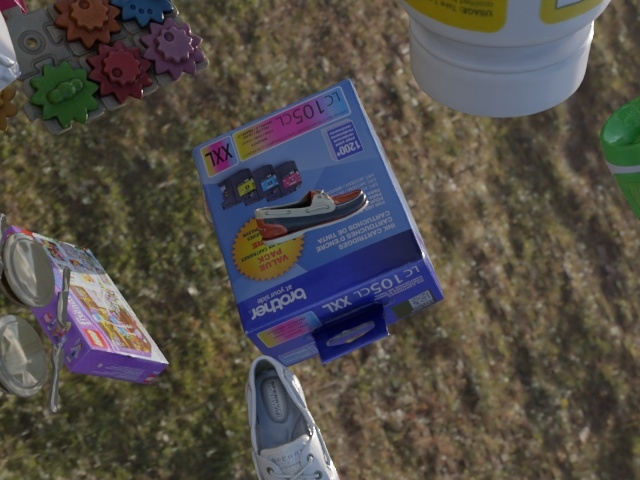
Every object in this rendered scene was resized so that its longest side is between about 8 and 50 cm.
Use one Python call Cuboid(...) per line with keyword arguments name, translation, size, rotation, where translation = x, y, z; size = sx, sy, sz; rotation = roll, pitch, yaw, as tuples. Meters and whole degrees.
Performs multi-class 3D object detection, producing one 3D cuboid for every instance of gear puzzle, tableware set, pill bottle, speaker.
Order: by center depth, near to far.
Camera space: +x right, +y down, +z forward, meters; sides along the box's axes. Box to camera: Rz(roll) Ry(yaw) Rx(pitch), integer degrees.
Cuboid(name="pill bottle", translation=(0.093, -0.172, 0.521), size=(0.208, 0.119, 0.119), rotation=(85, 12, -45))
Cuboid(name="tableware set", translation=(-0.322, 0.079, 1.100), size=(0.128, 0.039, 0.194), rotation=(50, 27, -46))
Cuboid(name="gear puzzle", translation=(-0.311, -0.233, 1.296), size=(0.339, 0.044, 0.175), rotation=(-30, 87, -27))
Cuboid(name="speaker", translation=(0.477, -0.047, 1.356), size=(0.296, 0.131, 0.131), rotation=(51, 35, -28))

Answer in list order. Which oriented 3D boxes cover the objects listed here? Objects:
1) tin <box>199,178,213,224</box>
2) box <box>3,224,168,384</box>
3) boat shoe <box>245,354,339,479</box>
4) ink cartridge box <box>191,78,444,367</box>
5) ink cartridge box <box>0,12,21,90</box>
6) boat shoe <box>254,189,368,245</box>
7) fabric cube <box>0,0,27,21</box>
Cuboid(name="tin", translation=(-0.181, -0.098, 2.040), size=(0.189, 0.106, 0.040), rotation=(90, -17, -50))
Cuboid(name="box", translation=(-0.402, 0.109, 1.752), size=(0.293, 0.057, 0.201), rotation=(49, 12, 30))
Cuboid(name="boat shoe", translation=(-0.038, 0.268, 1.265), size=(0.096, 0.098, 0.277), rotation=(73, -6, -63))
Cuboid(name="ink cartridge box", translation=(0.000, 0.000, 1.494), size=(0.151, 0.270, 0.395), rotation=(55, 12, -59))
Cuboid(name="ink cartridge box", translation=(-0.297, -0.090, 0.552), size=(0.158, 0.218, 0.092), rotation=(40, 19, -53))
Cuboid(name="boat shoe", translation=(-0.010, -0.036, 1.202), size=(0.137, 0.049, 0.043), rotation=(-20, 103, -15))
Cuboid(name="fabric cube", translation=(-0.741, -0.512, 1.936), size=(0.254, 0.258, 0.259), rotation=(66, 7, 29))
